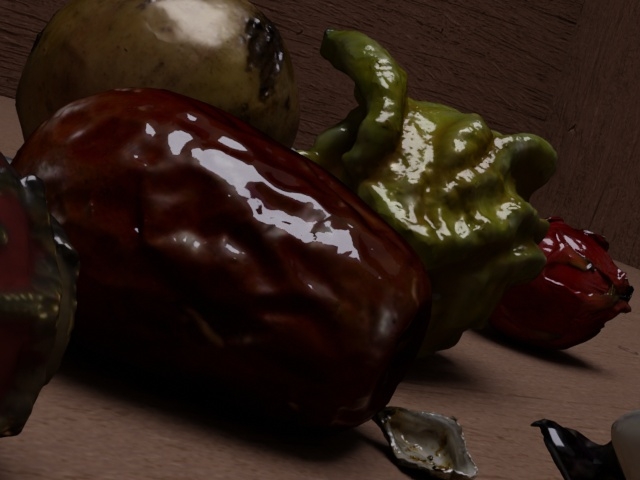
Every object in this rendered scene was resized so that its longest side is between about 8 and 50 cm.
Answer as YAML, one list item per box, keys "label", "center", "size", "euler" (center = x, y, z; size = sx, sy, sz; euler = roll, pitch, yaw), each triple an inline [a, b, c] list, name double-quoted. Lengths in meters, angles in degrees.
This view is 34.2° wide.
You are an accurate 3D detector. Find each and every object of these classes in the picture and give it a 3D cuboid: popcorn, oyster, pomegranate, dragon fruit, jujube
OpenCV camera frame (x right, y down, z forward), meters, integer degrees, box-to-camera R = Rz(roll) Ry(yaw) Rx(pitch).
- label: "popcorn"
  center: [0.070, -0.047, 1.021]
  size: [0.290, 0.326, 0.321]
  euler: [2, 6, 34]
- label: "oyster"
  center: [0.074, 0.145, 0.734]
  size: [0.051, 0.034, 0.093]
  euler: [-3, 26, -21]
- label: "pomegranate"
  center: [-0.177, -0.142, 1.142]
  size: [0.322, 0.322, 0.322]
  euler: [17, 8, -2]
- label: "dragon fruit"
  center: [0.283, 0.053, 1.319]
  size: [0.209, 0.172, 0.172]
  euler: [5, -1, 36]
- label: "jujube"
  center: [-0.079, 0.013, 0.755]
  size: [0.318, 0.223, 0.223]
  euler: [27, 10, 17]

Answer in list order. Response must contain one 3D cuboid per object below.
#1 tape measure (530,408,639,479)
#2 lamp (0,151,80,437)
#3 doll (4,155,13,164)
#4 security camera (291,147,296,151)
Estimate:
- label: "tape measure"
  center: [0.261, 0.156, 0.458]
  size: [0.271, 0.231, 0.133]
  euler: [-19, -15, 16]
- label: "lamp"
  center: [-0.239, 0.023, 0.441]
  size: [0.177, 0.177, 0.274]
  euler: [23, 10, 40]
- label: "doll"
  center: [-0.307, -0.038, 1.065]
  size: [0.227, 0.075, 0.102]
  euler: [30, -6, 14]
- label: "security camera"
  center: [-0.122, -0.083, 1.388]
  size: [0.277, 0.197, 0.191]
  euler: [30, 5, 35]
